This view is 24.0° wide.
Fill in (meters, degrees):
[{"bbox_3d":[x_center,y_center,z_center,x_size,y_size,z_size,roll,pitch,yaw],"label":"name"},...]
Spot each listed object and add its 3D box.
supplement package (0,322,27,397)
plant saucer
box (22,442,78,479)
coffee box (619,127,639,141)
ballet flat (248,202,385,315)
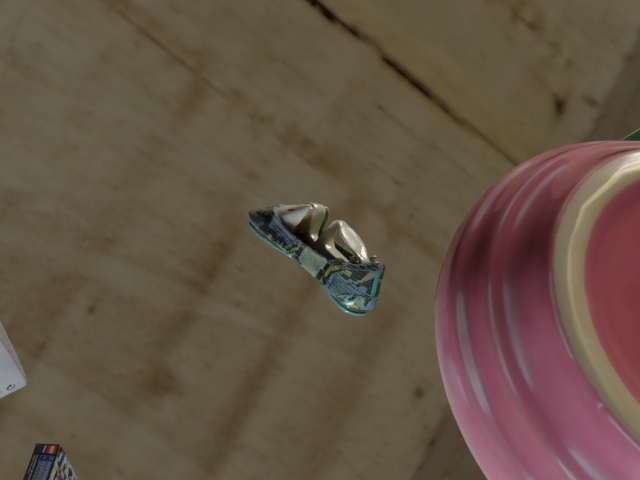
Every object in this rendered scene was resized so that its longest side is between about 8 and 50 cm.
[{"bbox_3d":[-0.354,0.054,1.117,0.194,0.203,0.149,-28,-118,-10],"label":"supplement package"},{"bbox_3d":[0.237,0.066,0.939,0.084,0.332,0.332,-56,-169,52],"label":"plant saucer"},{"bbox_3d":[-0.239,0.261,1.367,0.027,0.137,0.094,1,-131,15],"label":"box"},{"bbox_3d":[0.269,-0.051,1.270,0.113,0.040,0.184,-30,164,-21],"label":"coffee box"},{"bbox_3d":[0.000,0.000,1.466,0.188,0.070,0.070,39,-88,38],"label":"ballet flat"}]
